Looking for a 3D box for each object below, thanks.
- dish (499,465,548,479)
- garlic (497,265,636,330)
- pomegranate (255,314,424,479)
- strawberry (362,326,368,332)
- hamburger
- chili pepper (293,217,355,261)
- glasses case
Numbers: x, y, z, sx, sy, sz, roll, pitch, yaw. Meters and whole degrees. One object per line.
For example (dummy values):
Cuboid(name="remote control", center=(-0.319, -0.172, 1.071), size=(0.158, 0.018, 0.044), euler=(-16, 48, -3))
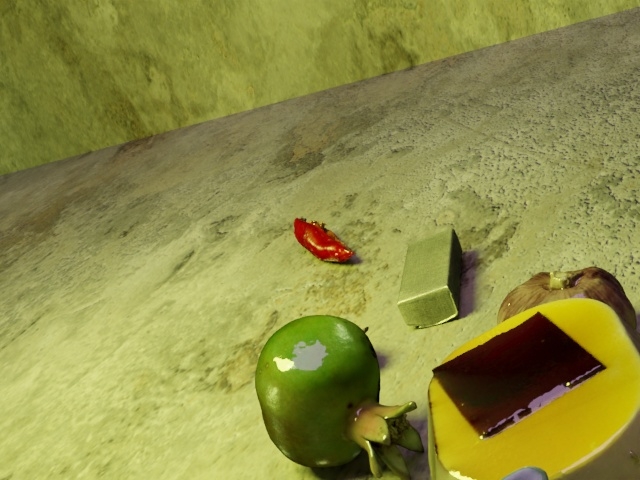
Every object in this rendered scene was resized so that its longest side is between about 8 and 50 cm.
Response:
Cuboid(name="dish", center=(0.120, 0.275, 0.752), size=(0.228, 0.086, 0.236), euler=(-15, 56, 2))
Cuboid(name="garlic", center=(0.256, 0.080, 1.205), size=(0.147, 0.102, 0.159), euler=(-10, 19, 30))
Cuboid(name="pomegranate", center=(0.022, 0.161, 1.145), size=(0.191, 0.152, 0.131), euler=(20, 42, 42))
Cuboid(name="strawberry", center=(-0.003, 0.150, 1.364), size=(0.152, 0.048, 0.104), euler=(-32, 25, 4))
Cuboid(name="hamburger", center=(0.197, 0.169, 0.944), size=(0.227, 0.151, 0.295), euler=(-22, 22, 11))
Cuboid(name="chili pepper", center=(0.000, 0.000, 1.797), size=(0.050, 0.059, 0.268), euler=(-58, 24, 4))
Cuboid(name="glasses case", center=(0.147, 0.048, 1.499), size=(0.071, 0.047, 0.205), euler=(-19, 18, 15))
